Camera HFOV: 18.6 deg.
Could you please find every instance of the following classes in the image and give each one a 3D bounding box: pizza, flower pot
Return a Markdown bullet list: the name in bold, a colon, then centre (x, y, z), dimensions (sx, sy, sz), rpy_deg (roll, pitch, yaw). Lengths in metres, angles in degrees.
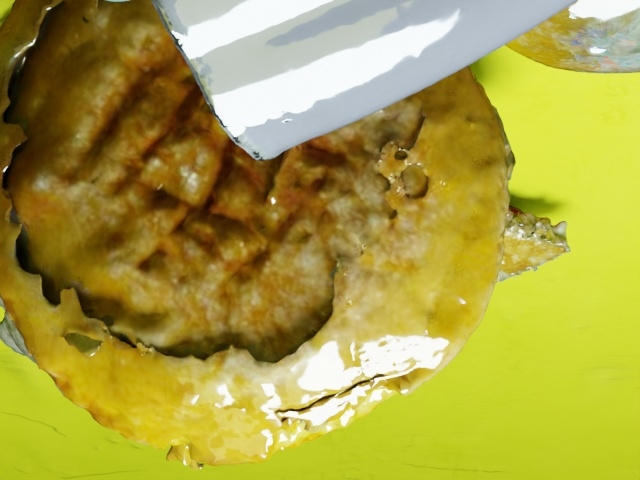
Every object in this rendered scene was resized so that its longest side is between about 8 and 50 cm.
- **pizza**: centre (0.122, -0.002, 1.724), dimensions (0.193, 0.053, 0.201), rpy_deg (2, 147, 5)
- **flower pot**: centre (0.044, -0.193, 1.008), dimensions (0.243, 0.265, 0.265), rpy_deg (-15, 154, 15)

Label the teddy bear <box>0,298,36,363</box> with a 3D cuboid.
- **teddy bear**: centre (-0.204, 0.029, 1.710), dimensions (0.236, 0.151, 0.267), rpy_deg (1, 157, 9)

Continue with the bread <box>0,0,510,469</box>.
- **bread**: centre (-0.051, -0.042, 1.283), dimensions (0.337, 0.358, 0.204), rpy_deg (-24, 172, 7)

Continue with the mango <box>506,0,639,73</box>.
- **mango**: centre (0.237, -0.189, 1.152), dimensions (0.316, 0.146, 0.193), rpy_deg (-16, 157, 6)

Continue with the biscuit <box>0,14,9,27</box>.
- **biscuit**: centre (-0.180, -0.147, 1.452), dimensions (0.120, 0.015, 0.120), rpy_deg (2, 157, 1)

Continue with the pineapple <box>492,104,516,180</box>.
- **pineapple**: centre (0.000, 0.000, 1.431), dimensions (0.310, 0.170, 0.141), rpy_deg (-40, 177, -3)
